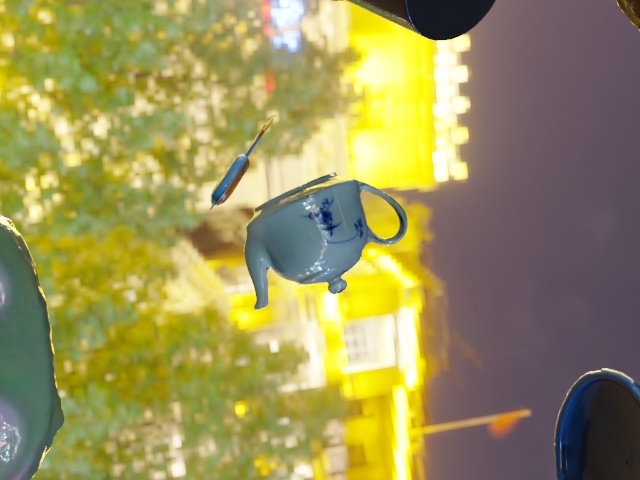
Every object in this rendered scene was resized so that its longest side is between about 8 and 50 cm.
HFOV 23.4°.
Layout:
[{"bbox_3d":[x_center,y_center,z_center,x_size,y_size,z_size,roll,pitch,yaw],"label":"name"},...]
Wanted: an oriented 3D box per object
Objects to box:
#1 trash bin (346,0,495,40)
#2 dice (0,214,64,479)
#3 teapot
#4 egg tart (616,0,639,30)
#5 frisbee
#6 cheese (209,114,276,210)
[{"bbox_3d":[0.076,-0.401,2.047,0.334,0.214,0.214,36,-47,40],"label":"trash bin"},{"bbox_3d":[-0.462,0.125,1.490,0.322,0.330,0.318,0,-83,47],"label":"dice"},{"bbox_3d":[0.000,0.000,1.994,0.159,0.232,0.159,156,-90,-81],"label":"teapot"},{"bbox_3d":[0.368,-0.245,1.295,0.116,0.294,0.295,-42,-124,52],"label":"egg tart"},{"bbox_3d":[0.383,0.286,2.003,0.242,0.045,0.242,178,-90,-64],"label":"frisbee"},{"bbox_3d":[-0.075,-0.074,1.476,0.111,0.017,0.047,-57,-167,-10],"label":"cheese"}]
